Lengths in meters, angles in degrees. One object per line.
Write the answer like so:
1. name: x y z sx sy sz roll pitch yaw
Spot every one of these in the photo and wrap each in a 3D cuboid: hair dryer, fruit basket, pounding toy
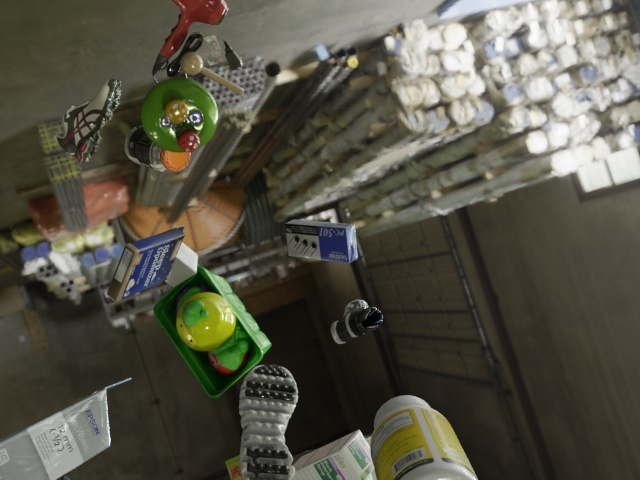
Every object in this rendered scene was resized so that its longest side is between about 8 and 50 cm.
1. hair dryer: -0.319 -0.505 1.639 0.223 0.294 0.080 -23 -161 -13
2. fruit basket: -0.351 0.273 2.140 0.283 0.392 0.392 -42 172 18
3. pounding toy: -0.306 -0.296 1.617 0.237 0.183 0.110 -49 -150 13

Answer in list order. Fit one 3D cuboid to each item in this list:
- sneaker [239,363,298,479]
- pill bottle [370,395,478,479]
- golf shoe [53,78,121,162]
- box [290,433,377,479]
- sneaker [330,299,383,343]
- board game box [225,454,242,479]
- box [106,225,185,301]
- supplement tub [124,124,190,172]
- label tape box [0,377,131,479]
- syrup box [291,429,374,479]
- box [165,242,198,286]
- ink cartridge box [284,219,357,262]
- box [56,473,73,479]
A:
1. sneaker: -0.104 0.349 1.257 0.110 0.118 0.292 11 -143 -7
2. pill bottle: 0.204 0.459 1.427 0.187 0.188 0.334 -18 -164 1
3. golf shoe: -0.648 -0.344 1.934 0.273 0.120 0.105 -53 -168 25
4. box: 0.005 0.741 2.139 0.312 0.179 0.343 -23 167 31
5. sneaker: 0.121 0.206 1.854 0.121 0.079 0.217 -23 -172 27
6. board game box: -0.183 0.646 1.807 0.043 0.181 0.092 -12 163 -36
7. box: -0.386 0.048 1.601 0.136 0.036 0.225 -63 166 23
8. supplement tub: -0.473 -0.264 2.028 0.190 0.117 0.117 21 -153 39
9. label tape box: -0.534 0.400 1.317 0.249 0.115 0.347 -27 176 30
10. syrup box: 0.024 0.569 1.735 0.237 0.093 0.096 -37 176 38
11. box: -0.450 0.069 2.158 0.102 0.101 0.087 -31 -144 20
12. ink cartridge box: 0.000 0.000 1.890 0.207 0.097 0.046 6 -160 36
13. box: -0.629 0.612 1.692 0.062 0.052 0.083 -45 -167 -16
